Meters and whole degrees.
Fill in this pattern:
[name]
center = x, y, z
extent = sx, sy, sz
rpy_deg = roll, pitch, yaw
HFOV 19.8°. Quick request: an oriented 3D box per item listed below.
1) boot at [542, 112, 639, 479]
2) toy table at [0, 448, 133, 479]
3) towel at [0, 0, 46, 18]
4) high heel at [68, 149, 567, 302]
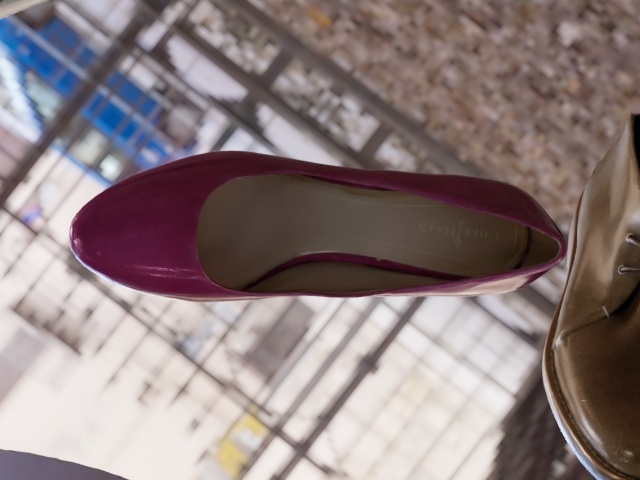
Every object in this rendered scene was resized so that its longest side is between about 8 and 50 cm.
[boot]
center = 0.215, 0.034, 1.239
extent = 0.112, 0.305, 0.115
rpy_deg = 8, 135, -2
[toy table]
center = -0.046, 0.201, 0.570
extent = 0.274, 0.161, 0.252
rpy_deg = 21, 143, 11
[towel]
center = -0.259, -0.072, 0.688
extent = 0.325, 0.248, 0.038
rpy_deg = 7, 119, 52
[high heel]
center = 0.000, 0.000, 0.937
extent = 0.244, 0.082, 0.117
rpy_deg = 5, -177, -20
